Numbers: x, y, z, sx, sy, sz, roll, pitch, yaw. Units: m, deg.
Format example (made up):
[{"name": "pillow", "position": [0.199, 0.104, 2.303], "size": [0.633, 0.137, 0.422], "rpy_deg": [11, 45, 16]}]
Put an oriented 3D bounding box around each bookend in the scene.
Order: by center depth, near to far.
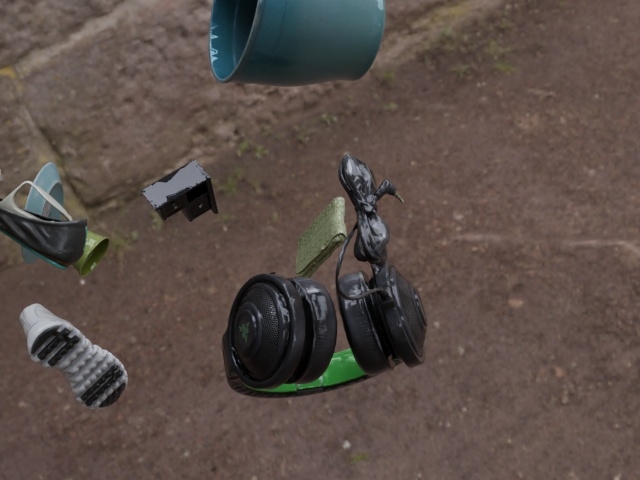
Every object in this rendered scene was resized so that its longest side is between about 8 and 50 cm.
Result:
[{"name": "bookend", "position": [-0.344, -0.095, 2.255], "size": [0.157, 0.156, 0.072], "rpy_deg": [-32, 62, -18]}]

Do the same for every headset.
[{"name": "headset", "position": [0.011, 0.071, 1.067], "size": [0.243, 0.394, 0.185], "rpy_deg": [-6, 65, -16]}]

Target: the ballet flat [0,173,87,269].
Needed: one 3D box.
[{"name": "ballet flat", "position": [-0.472, -0.057, 1.347], "size": [0.096, 0.280, 0.095], "rpy_deg": [-63, 14, 3]}]

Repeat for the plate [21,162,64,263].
[{"name": "plate", "position": [-0.495, -0.047, 1.649], "size": [0.024, 0.188, 0.188], "rpy_deg": [13, 39, 0]}]

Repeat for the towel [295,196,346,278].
[{"name": "towel", "position": [0.000, 0.000, 1.594], "size": [0.148, 0.027, 0.110], "rpy_deg": [-49, 27, 36]}]

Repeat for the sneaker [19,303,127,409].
[{"name": "sneaker", "position": [-0.467, 0.219, 1.739], "size": [0.110, 0.292, 0.118], "rpy_deg": [-42, 48, -13]}]

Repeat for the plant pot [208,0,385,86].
[{"name": "plant pot", "position": [-0.035, -0.390, 1.617], "size": [0.255, 0.272, 0.272], "rpy_deg": [7, 27, -24]}]

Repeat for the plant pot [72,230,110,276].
[{"name": "plant pot", "position": [-0.423, 0.008, 1.589], "size": [0.079, 0.083, 0.083], "rpy_deg": [33, 50, 5]}]
